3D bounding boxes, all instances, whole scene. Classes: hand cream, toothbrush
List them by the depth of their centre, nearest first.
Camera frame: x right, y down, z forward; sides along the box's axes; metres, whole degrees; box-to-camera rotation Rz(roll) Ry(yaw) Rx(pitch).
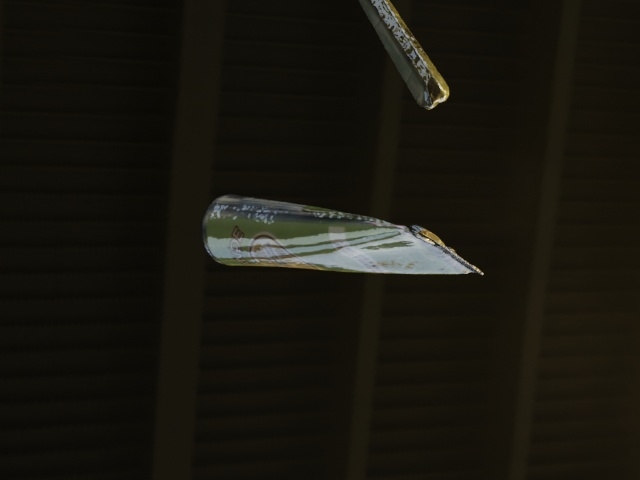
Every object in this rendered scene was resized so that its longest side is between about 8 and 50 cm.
[{"bbox_3d":[0.024,-0.200,0.993,0.031,0.297,0.030,-30,-35,4],"label":"toothbrush"},{"bbox_3d":[0.000,0.000,1.000,0.086,0.235,0.055,29,-107,-48],"label":"hand cream"}]
